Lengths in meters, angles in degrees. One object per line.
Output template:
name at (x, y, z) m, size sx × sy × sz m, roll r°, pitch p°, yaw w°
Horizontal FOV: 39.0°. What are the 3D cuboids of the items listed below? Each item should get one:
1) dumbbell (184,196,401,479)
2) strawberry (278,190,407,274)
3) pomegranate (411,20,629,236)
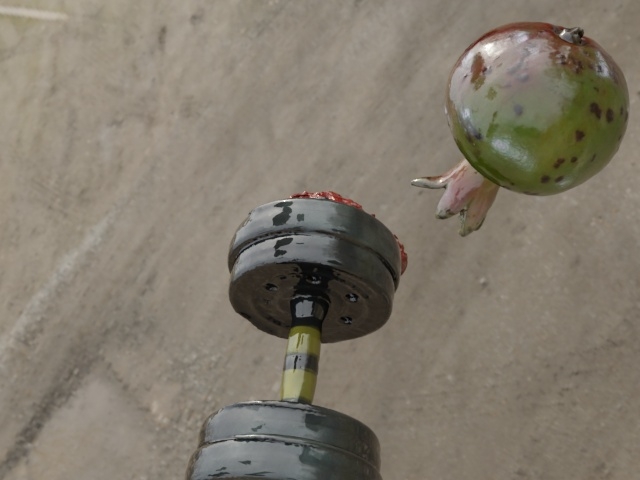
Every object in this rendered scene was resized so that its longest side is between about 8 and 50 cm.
dumbbell at (-0.020, 0.123, 0.874) m, size 0.185 × 0.185 × 0.388 m, roll -21°, pitch 47°, yaw 37°
strawberry at (0.000, 0.000, 1.228) m, size 0.236 × 0.111 × 0.190 m, roll 9°, pitch 58°, yaw 41°
pomegranate at (0.139, -0.082, 0.640) m, size 0.159 × 0.129 × 0.129 m, roll -45°, pitch 27°, yaw 55°
